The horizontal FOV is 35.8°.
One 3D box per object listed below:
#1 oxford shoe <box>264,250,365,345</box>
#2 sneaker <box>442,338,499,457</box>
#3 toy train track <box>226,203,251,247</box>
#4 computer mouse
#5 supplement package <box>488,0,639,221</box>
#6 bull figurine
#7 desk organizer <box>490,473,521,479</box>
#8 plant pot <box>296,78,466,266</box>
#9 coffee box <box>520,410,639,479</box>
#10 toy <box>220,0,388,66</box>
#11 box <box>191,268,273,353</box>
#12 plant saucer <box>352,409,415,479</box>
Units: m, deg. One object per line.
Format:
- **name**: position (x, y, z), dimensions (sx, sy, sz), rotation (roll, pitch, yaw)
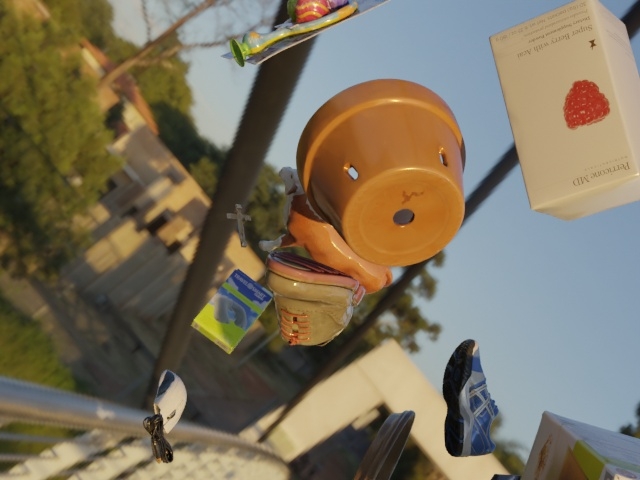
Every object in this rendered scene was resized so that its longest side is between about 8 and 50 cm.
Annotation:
- **oxford shoe**: position (-0.013, 0.101, 1.490), dimensions (0.123, 0.130, 0.348), rotation (21, -5, 19)
- **sneaker**: position (0.265, 0.278, 1.739), dimensions (0.081, 0.211, 0.080), rotation (11, -20, -17)
- **toy train track**: position (-0.139, -0.028, 1.750), dimensions (0.014, 0.048, 0.083), rotation (-39, -126, 50)
- **computer mouse**: position (-0.258, 0.288, 1.694), dimensions (0.193, 0.042, 0.106), rotation (-86, 167, -60)
- **supplement package**: position (0.406, -0.199, 1.552), dimensions (0.175, 0.178, 0.292), rotation (10, 65, -56)
- **bull figurine**: position (0.000, 0.000, 1.923), dimensions (0.310, 0.101, 0.188), rotation (46, -43, -9)
- **desk organizer**: position (0.286, 0.429, 1.600), dimensions (0.130, 0.047, 0.050), rotation (-28, 112, -59)
- **plant pot**: position (0.115, -0.093, 1.643), dimensions (0.291, 0.291, 0.203), rotation (54, 14, -37)
- **coffee box**: position (0.492, 0.503, 1.525), dimensions (0.338, 0.337, 0.334), rotation (17, 4, -7)
- **toy**: position (-0.023, -0.319, 1.393), dimensions (0.137, 0.237, 0.056), rotation (28, -34, 60)
- **box**: position (-0.188, 0.148, 2.181), dimensions (0.109, 0.178, 0.042), rotation (37, -28, 0)
- **plant saucer**: position (0.099, 0.435, 1.838), dimensions (0.041, 0.277, 0.278), rotation (25, -12, 14)
